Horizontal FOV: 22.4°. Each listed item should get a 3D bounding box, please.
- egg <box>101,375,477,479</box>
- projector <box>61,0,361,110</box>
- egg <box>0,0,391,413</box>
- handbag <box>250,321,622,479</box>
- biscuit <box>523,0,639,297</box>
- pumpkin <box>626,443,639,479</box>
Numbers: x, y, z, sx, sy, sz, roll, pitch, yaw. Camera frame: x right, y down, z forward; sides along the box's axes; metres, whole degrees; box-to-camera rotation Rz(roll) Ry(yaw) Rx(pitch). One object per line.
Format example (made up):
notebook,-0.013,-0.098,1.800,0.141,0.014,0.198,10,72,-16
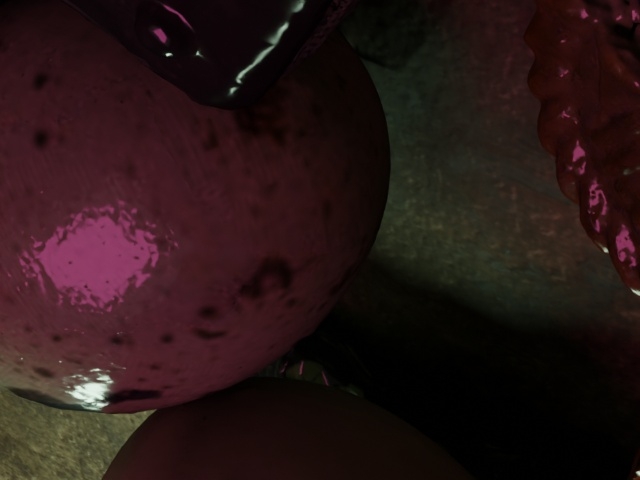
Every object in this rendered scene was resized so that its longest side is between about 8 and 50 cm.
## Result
egg,-0.003,0.243,1.062,0.345,0.283,0.283,25,147,20
projector,-0.077,-0.299,0.656,0.395,0.242,0.405,38,151,-2
egg,-0.118,-0.038,1.013,0.379,0.287,0.287,-23,115,44
handbag,0.056,0.217,1.301,0.416,0.180,0.316,31,141,23
biscuit,0.195,-0.017,0.867,0.273,0.036,0.187,48,157,24
pumpkin,0.257,0.234,0.963,0.192,0.320,0.320,11,145,5
